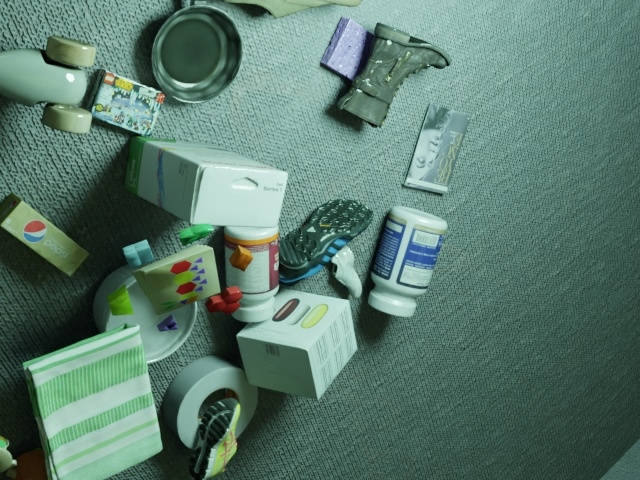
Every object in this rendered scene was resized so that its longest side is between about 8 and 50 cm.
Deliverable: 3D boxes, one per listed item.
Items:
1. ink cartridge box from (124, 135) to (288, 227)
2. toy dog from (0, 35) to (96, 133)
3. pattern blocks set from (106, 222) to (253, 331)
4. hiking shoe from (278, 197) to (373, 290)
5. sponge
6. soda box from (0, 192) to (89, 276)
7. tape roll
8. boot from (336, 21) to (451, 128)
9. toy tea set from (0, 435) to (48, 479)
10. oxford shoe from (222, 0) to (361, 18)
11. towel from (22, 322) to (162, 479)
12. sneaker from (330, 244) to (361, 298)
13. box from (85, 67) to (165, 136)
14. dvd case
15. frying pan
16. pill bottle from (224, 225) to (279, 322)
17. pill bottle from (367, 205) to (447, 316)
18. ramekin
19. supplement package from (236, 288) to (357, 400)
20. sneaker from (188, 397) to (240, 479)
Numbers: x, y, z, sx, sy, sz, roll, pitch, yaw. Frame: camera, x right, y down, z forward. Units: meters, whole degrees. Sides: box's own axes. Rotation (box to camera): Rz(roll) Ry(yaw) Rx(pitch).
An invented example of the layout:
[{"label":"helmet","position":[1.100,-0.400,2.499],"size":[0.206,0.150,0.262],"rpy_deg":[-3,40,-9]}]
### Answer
[{"label":"ink cartridge box","position":[-0.228,-0.116,1.644],"size":[0.201,0.278,0.117],"rpy_deg":[1,106,-40]},{"label":"toy dog","position":[-0.540,-0.295,1.432],"size":[0.334,0.161,0.220],"rpy_deg":[29,91,-28]},{"label":"pattern blocks set","position":[-0.268,0.077,1.615],"size":[0.286,0.026,0.324],"rpy_deg":[-15,148,-20]},{"label":"hiking shoe","position":[0.000,0.000,2.021],"size":[0.304,0.113,0.132],"rpy_deg":[-30,155,-34]},{"label":"sponge","position":[0.103,-0.421,1.955],"size":[0.210,0.031,0.117],"rpy_deg":[22,95,-44]},{"label":"soda box","position":[-0.529,-0.009,1.593],"size":[0.061,0.058,0.181],"rpy_deg":[-52,131,-10]},{"label":"tape roll","position":[-0.257,0.383,1.974],"size":[0.219,0.072,0.219],"rpy_deg":[-16,119,-33]},{"label":"boot","position":[0.170,-0.370,1.965],"size":[0.263,0.091,0.228],"rpy_deg":[11,107,-38]},{"label":"toy tea set","position":[-0.662,0.438,1.664],"size":[0.200,0.124,0.336],"rpy_deg":[-24,131,6]},{"label":"oxford shoe","position":[-0.059,-0.523,1.740],"size":[0.348,0.123,0.130],"rpy_deg":[4,128,-35]},{"label":"towel","position":[-0.445,0.341,1.674],"size":[0.248,0.038,0.324],"rpy_deg":[-22,120,-33]},{"label":"sneaker","position":[0.061,0.086,2.127],"size":[0.061,0.054,0.152],"rpy_deg":[-27,118,-17]},{"label":"box","position":[-0.378,-0.266,1.629],"size":[0.137,0.027,0.093],"rpy_deg":[16,97,-42]},{"label":"dvd case","position":[0.307,-0.239,2.208],"size":[0.165,0.018,0.221],"rpy_deg":[9,102,-41]},{"label":"frying pan","position":[-0.260,-0.420,1.629],"size":[0.197,0.053,0.326],"rpy_deg":[-30,128,-19]},{"label":"pill bottle","position":[-0.154,0.064,1.888],"size":[0.121,0.121,0.221],"rpy_deg":[-16,118,-34]},{"label":"pill bottle","position":[0.218,0.055,2.168],"size":[0.153,0.153,0.264],"rpy_deg":[8,103,-41]},{"label":"ramekin","position":[-0.374,0.143,1.750],"size":[0.207,0.109,0.207],"rpy_deg":[-17,118,-34]},{"label":"supplement package","position":[-0.051,0.237,1.957],"size":[0.203,0.194,0.149],"rpy_deg":[-46,135,-47]},{"label":"sneaker","position":[-0.228,0.454,1.933],"size":[0.094,0.081,0.208],"rpy_deg":[11,108,-49]}]
